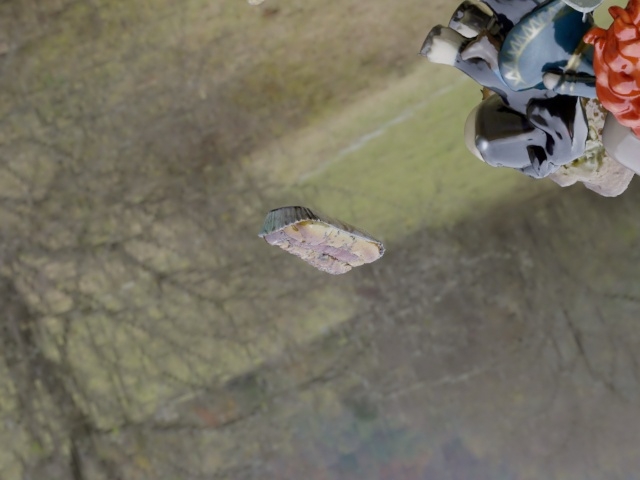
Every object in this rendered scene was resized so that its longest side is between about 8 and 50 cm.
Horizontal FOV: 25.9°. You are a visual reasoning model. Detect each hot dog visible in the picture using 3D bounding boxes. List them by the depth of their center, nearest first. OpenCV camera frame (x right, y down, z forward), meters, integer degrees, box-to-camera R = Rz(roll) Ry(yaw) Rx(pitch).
[{"bbox_3d":[0.000,0.000,1.832,0.108,0.059,0.191,-14,156,38],"label":"hot dog"}]

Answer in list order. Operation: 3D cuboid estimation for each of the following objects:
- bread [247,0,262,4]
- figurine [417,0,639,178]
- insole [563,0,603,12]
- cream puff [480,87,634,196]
[{"bbox_3d":[0.018,-0.324,1.016,0.340,0.194,0.179,-32,169,-36],"label":"bread"},{"bbox_3d":[0.306,-0.174,1.501,0.412,0.306,0.241,7,-159,27],"label":"figurine"},{"bbox_3d":[0.187,-0.283,1.261,0.063,0.192,0.010,-37,176,-22],"label":"insole"},{"bbox_3d":[0.323,-0.184,1.876,0.155,0.241,0.269,-37,141,22],"label":"cream puff"}]
